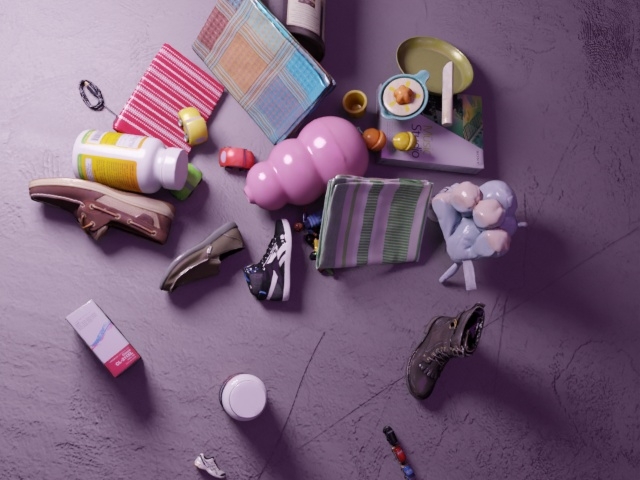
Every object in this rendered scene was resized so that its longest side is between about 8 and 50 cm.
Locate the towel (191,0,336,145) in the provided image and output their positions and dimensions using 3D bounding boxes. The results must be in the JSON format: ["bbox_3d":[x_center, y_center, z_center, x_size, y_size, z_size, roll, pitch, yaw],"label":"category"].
[{"bbox_3d":[-0.160,-0.452,1.514,0.370,0.271,0.040,48,43,-1],"label":"towel"}]

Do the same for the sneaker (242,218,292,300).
[{"bbox_3d":[-0.139,0.047,1.506,0.121,0.079,0.217,2,80,-15],"label":"sneaker"}]

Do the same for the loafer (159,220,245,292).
[{"bbox_3d":[-0.289,0.053,1.460,0.251,0.094,0.087,-40,86,-18],"label":"loafer"}]

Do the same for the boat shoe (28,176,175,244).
[{"bbox_3d":[-0.532,-0.062,1.412,0.342,0.123,0.123,14,75,-18],"label":"boat shoe"}]

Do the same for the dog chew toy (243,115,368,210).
[{"bbox_3d":[-0.043,-0.186,1.523,0.331,0.206,0.207,-27,87,-9],"label":"dog chew toy"}]

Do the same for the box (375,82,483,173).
[{"bbox_3d":[0.320,-0.325,1.707,0.322,0.058,0.232,4,78,-14],"label":"box"}]

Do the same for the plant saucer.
[{"bbox_3d":[0.333,-0.508,1.726,0.240,0.037,0.241,7,57,-11],"label":"plant saucer"}]

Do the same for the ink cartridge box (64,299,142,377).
[{"bbox_3d":[-0.500,0.229,1.355,0.072,0.127,0.175,-40,91,-19],"label":"ink cartridge box"}]

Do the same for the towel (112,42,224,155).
[{"bbox_3d":[-0.389,-0.344,1.514,0.199,0.031,0.275,34,72,-28],"label":"towel"}]

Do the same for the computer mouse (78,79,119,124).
[{"bbox_3d":[-0.527,-0.331,1.504,0.242,0.041,0.071,39,74,-4],"label":"computer mouse"}]

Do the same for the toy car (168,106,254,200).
[{"bbox_3d":[-0.306,-0.201,1.504,0.239,0.053,0.225,37,74,-19],"label":"toy car"}]

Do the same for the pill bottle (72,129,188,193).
[{"bbox_3d":[-0.454,-0.187,1.413,0.245,0.136,0.136,8,77,4],"label":"pill bottle"}]

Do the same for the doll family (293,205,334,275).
[{"bbox_3d":[0.000,0.000,1.559,0.111,0.076,0.193,-24,81,-13],"label":"doll family"}]

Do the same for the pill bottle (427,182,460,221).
[{"bbox_3d":[0.358,-0.111,1.669,0.120,0.067,0.067,-37,90,-17],"label":"pill bottle"}]

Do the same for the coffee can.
[{"bbox_3d":[-0.081,-0.637,1.593,0.201,0.201,0.275,5,77,-13],"label":"coffee can"}]

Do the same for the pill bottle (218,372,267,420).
[{"bbox_3d":[-0.181,0.369,1.380,0.108,0.180,0.108,3,78,-14],"label":"pill bottle"}]

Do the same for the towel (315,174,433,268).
[{"bbox_3d":[0.148,-0.047,1.536,0.324,0.038,0.248,-2,109,-31],"label":"towel"}]

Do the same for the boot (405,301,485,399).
[{"bbox_3d":[0.322,0.285,1.497,0.091,0.229,0.263,25,74,-8],"label":"boot"}]

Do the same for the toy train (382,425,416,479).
[{"bbox_3d":[0.207,0.556,1.516,0.027,0.036,0.158,-25,86,-17],"label":"toy train"}]

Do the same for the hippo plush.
[{"bbox_3d":[0.464,-0.039,1.573,0.236,0.234,0.294,-21,109,-30],"label":"hippo plush"}]

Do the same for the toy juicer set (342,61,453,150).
[{"bbox_3d":[0.240,-0.357,1.592,0.329,0.089,0.209,-19,75,5],"label":"toy juicer set"}]

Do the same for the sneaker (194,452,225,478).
[{"bbox_3d":[-0.261,0.541,1.404,0.083,0.032,0.037,31,74,-7],"label":"sneaker"}]
